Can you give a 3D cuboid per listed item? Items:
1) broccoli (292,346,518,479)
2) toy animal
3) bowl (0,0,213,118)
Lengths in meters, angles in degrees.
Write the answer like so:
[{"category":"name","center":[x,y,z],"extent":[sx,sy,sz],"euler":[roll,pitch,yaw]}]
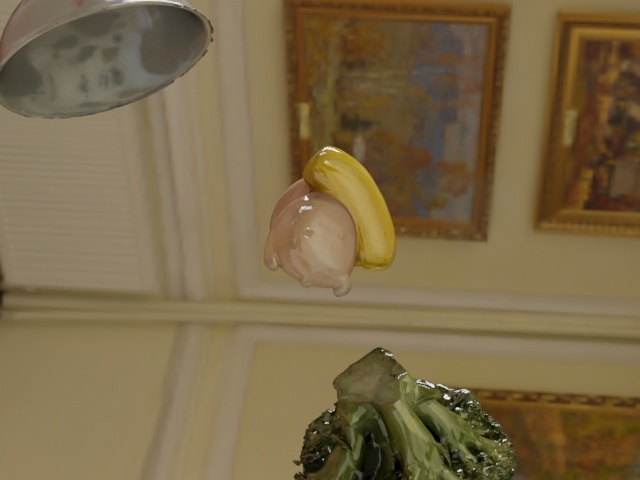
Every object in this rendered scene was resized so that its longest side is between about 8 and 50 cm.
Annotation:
[{"category":"broccoli","center":[0.050,0.143,0.743],"extent":[0.162,0.146,0.138],"euler":[-86,160,-59]},{"category":"toy animal","center":[0.000,0.000,0.830],"extent":[0.082,0.091,0.114],"euler":[-25,-148,46]},{"category":"bowl","center":[-0.191,-0.183,0.983],"extent":[0.189,0.189,0.086],"euler":[75,-5,-77]}]
